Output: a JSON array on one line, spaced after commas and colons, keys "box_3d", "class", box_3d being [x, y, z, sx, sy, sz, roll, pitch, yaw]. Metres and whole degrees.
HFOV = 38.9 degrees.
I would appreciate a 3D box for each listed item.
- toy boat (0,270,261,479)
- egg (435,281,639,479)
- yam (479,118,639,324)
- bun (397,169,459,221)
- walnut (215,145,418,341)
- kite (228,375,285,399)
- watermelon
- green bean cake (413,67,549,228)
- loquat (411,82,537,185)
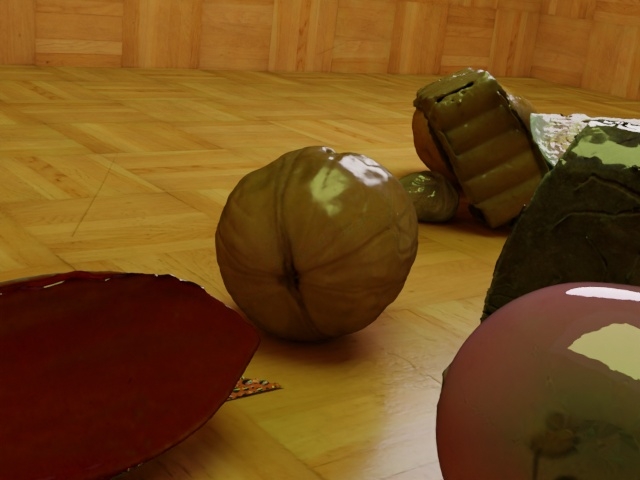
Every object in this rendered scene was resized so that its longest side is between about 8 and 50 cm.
[{"box_3d": [-0.189, 0.098, 0.600, 0.332, 0.145, 0.133, -8, -6, -41], "class": "toy boat"}, {"box_3d": [0.204, 0.125, 0.534, 0.271, 0.196, 0.196, 5, 17, 6], "class": "egg"}, {"box_3d": [0.354, 0.029, 0.855, 0.348, 0.241, 0.241, 18, 20, 24], "class": "yam"}, {"box_3d": [0.153, -0.071, 1.361, 0.115, 0.069, 0.115, 5, 16, -1], "class": "bun"}, {"box_3d": [0.000, 0.000, 0.891, 0.195, 0.195, 0.222, 10, 10, 11], "class": "walnut"}, {"box_3d": [-0.150, 0.123, 0.734, 0.222, 0.008, 0.125, 9, 20, 9], "class": "kite"}, {"box_3d": [0.454, -0.085, 1.353, 0.256, 0.176, 0.260, 22, 38, -21], "class": "watermelon"}, {"box_3d": [0.245, -0.145, 1.363, 0.131, 0.229, 0.224, -28, 13, 7], "class": "green bean cake"}, {"box_3d": [0.271, -0.187, 1.582, 0.238, 0.193, 0.238, 29, 11, -6], "class": "loquat"}]
